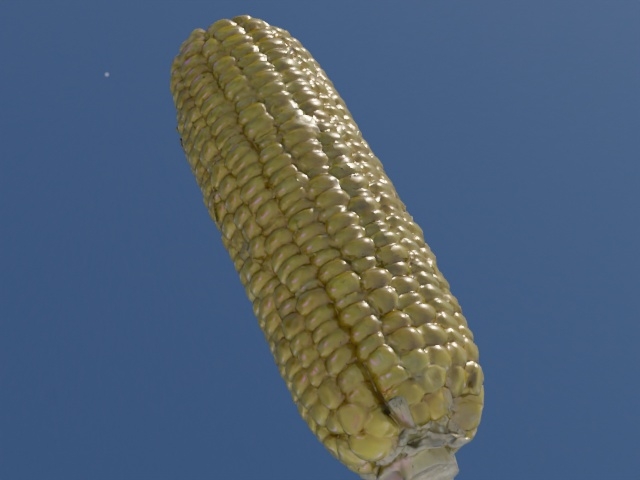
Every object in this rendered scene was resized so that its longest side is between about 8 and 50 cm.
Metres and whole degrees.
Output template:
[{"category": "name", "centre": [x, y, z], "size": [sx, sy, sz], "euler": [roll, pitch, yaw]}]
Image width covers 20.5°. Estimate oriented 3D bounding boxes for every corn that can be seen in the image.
[{"category": "corn", "centre": [0.000, 0.000, 0.740], "size": [0.080, 0.080, 0.238], "euler": [-24, -118, -4]}]
